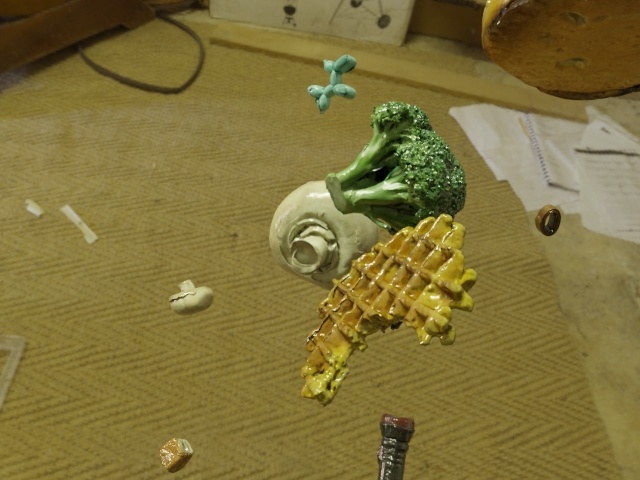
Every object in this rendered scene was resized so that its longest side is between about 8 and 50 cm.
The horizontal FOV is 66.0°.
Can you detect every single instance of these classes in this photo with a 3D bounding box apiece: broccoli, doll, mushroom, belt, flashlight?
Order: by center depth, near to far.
[{"bbox_3d":[0.138,-0.104,0.868,0.242,0.269,0.261,-18,94,-14],"label":"broccoli"},{"bbox_3d":[0.000,0.000,1.050,0.246,0.246,0.202,26,32,12],"label":"mushroom"},{"bbox_3d":[0.168,0.537,1.175,0.093,0.093,0.231,13,71,1],"label":"flashlight"},{"bbox_3d":[0.615,-0.053,1.333,0.059,0.083,0.036,-4,27,-3],"label":"belt"},{"bbox_3d":[0.033,-0.452,1.442,0.159,0.159,0.059,9,7,41],"label":"doll"},{"bbox_3d":[-0.454,0.199,1.739,0.154,0.154,0.122,-19,89,-24],"label":"mushroom"}]

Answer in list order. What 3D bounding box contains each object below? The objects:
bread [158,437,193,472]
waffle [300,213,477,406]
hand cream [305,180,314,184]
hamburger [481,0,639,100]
[{"bbox_3d":[-0.421,0.626,1.444,0.070,0.083,0.076,-37,60,-4],"label":"bread"},{"bbox_3d":[0.092,0.087,0.699,0.069,0.293,0.259,41,37,-19],"label":"waffle"},{"bbox_3d":[-0.020,-0.146,1.880,0.047,0.076,0.174,0,54,-21],"label":"hand cream"},{"bbox_3d":[0.222,-0.189,0.379,0.182,0.191,0.117,7,80,38],"label":"hamburger"}]
